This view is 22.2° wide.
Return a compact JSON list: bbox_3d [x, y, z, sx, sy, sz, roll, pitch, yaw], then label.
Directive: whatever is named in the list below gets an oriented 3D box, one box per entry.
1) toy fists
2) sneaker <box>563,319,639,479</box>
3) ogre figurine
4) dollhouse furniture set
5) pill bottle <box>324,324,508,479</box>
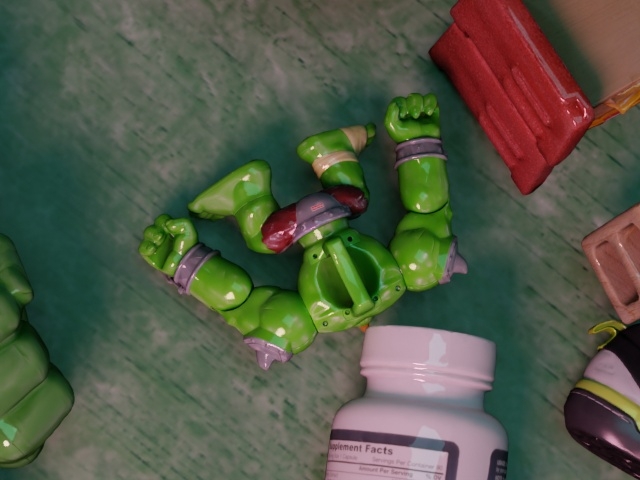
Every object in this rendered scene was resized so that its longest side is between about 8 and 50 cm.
[{"bbox_3d":[-0.229,0.002,0.929,0.096,0.142,0.279,-26,86,-11],"label":"toy fists"},{"bbox_3d":[0.264,0.127,1.010,0.234,0.084,0.097,32,77,-3],"label":"sneaker"},{"bbox_3d":[0.000,0.000,0.987,0.197,0.097,0.118,-20,73,-22],"label":"ogre figurine"},{"bbox_3d":[0.251,-0.033,0.987,0.201,0.152,0.374,-29,83,-11],"label":"dollhouse furniture set"},{"bbox_3d":[0.056,0.146,0.966,0.108,0.108,0.180,9,80,-7],"label":"pill bottle"}]
